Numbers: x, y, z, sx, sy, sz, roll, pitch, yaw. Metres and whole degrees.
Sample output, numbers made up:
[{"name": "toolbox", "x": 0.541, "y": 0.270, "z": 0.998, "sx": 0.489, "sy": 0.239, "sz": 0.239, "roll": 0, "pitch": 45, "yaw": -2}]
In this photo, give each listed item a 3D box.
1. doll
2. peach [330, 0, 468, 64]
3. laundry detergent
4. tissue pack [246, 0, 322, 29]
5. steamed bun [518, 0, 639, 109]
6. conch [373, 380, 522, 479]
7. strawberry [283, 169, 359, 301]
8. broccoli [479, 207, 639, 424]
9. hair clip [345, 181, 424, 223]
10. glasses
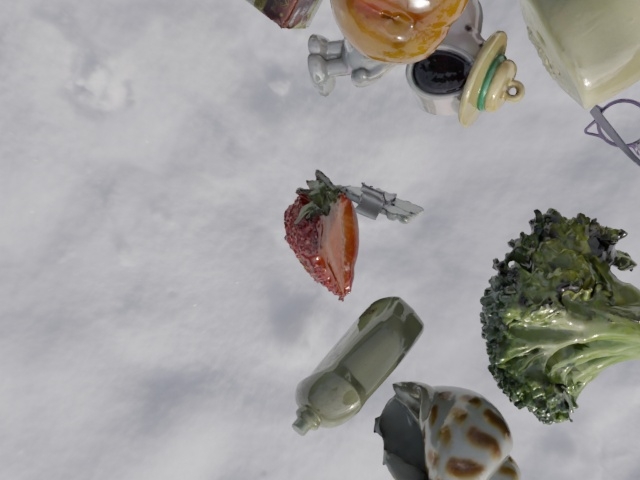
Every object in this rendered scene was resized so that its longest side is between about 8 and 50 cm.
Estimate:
[{"name": "doll", "x": 0.125, "y": -0.234, "z": 1.009, "sx": 0.271, "sy": 0.144, "sz": 0.208, "roll": -20, "pitch": 72, "yaw": 14}, {"name": "peach", "x": 0.072, "y": -0.233, "z": 0.683, "sx": 0.138, "sy": 0.138, "sz": 0.138, "roll": 0, "pitch": 91, "yaw": 2}, {"name": "laundry detergent", "x": 0.044, "y": 0.203, "z": 1.132, "sx": 0.091, "sy": 0.181, "sz": 0.253, "roll": 47, "pitch": 62, "yaw": -4}, {"name": "tissue pack", "x": -0.039, "y": -0.389, "z": 1.019, "sx": 0.106, "sy": 0.099, "sz": 0.149, "roll": 38, "pitch": 119, "yaw": 9}, {"name": "steamed bun", "x": 0.444, "y": -0.358, "z": 1.178, "sx": 0.200, "sy": 0.155, "sz": 0.250, "roll": -31, "pitch": 93, "yaw": 16}, {"name": "conch", "x": 0.210, "y": 0.320, "z": 1.101, "sx": 0.148, "sy": 0.275, "sz": 0.183, "roll": 11, "pitch": 115, "yaw": -28}, {"name": "strawberry", "x": 0.009, "y": -0.005, "z": 1.392, "sx": 0.097, "sy": 0.228, "sz": 0.174, "roll": 6, "pitch": 47, "yaw": 34}, {"name": "broccoli", "x": 0.388, "y": 0.120, "z": 1.173, "sx": 0.271, "sy": 0.324, "sz": 0.334, "roll": -11, "pitch": 115, "yaw": 7}, {"name": "hair clip", "x": 0.109, "y": -0.073, "z": 1.292, "sx": 0.140, "sy": 0.220, "sz": 0.054, "roll": 19, "pitch": 100, "yaw": 12}, {"name": "glasses", "x": 0.327, "y": -0.080, "z": 0.732, "sx": 0.140, "sy": 0.104, "sz": 0.062, "roll": 39, "pitch": 127, "yaw": 3}]
